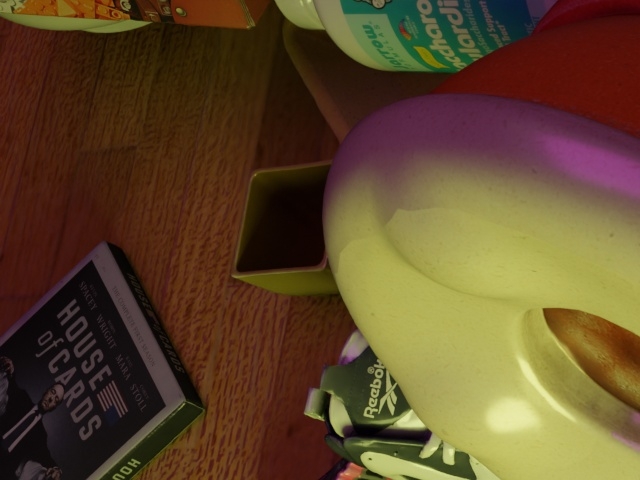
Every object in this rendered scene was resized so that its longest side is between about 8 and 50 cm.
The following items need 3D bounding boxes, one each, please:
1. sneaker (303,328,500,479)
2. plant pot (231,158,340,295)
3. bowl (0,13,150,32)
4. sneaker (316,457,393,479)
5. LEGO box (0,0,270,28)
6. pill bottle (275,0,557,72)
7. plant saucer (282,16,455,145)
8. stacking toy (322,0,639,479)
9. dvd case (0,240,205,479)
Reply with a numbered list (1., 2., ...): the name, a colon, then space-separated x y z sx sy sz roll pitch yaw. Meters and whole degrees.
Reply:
1. sneaker: 0.081 0.101 1.174 0.235 0.153 0.094 -1 72 57
2. plant pot: 0.000 0.000 1.374 0.081 0.083 0.081 -5 65 36
3. bowl: -0.168 -0.259 1.574 0.298 0.134 0.298 -13 44 13
4. sneaker: 0.002 0.171 1.318 0.119 0.047 0.057 -51 36 4
5. LEGO box: -0.133 -0.394 1.454 0.373 0.193 0.500 7 50 28
6. pill bottle: 0.093 -0.176 1.239 0.264 0.146 0.146 5 71 40
7. plant saucer: 0.168 -0.133 1.312 0.333 0.081 0.333 -41 49 16
8. stacking toy: 0.261 -0.081 1.014 0.351 0.350 0.480 16 59 42
9. dvd case: -0.208 0.139 1.506 0.239 0.029 0.179 -43 49 13
